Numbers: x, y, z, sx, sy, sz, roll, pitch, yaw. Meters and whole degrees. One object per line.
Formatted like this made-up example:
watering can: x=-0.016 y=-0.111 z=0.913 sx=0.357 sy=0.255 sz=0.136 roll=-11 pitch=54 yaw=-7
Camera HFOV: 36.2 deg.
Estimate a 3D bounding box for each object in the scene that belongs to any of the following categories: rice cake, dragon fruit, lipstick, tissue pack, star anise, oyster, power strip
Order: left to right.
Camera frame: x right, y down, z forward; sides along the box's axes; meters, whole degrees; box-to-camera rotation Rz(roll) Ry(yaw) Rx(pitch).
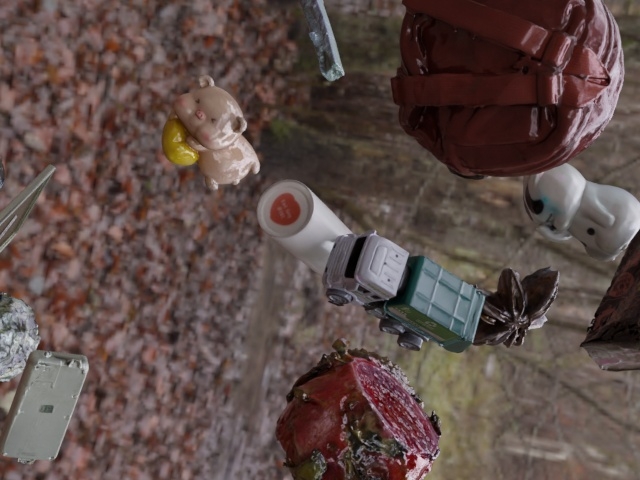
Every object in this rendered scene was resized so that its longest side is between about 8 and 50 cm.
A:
oyster: x=-0.632 y=0.191 z=1.864 sx=0.158 sy=0.162 sz=0.351 roll=-60 pitch=-176 yaw=4
power strip: x=-0.380 y=0.228 z=1.341 sx=0.192 sy=0.082 sz=0.035 roll=-65 pitch=-151 yaw=25
rice cake: x=-0.001 y=-0.291 z=1.358 sx=0.042 sy=0.030 sz=0.180 roll=43 pitch=25 yaw=-46
lipstick: x=0.000 y=0.000 z=1.490 sx=0.327 sy=0.087 sz=0.087 roll=43 pitch=58 yaw=-66
dragon fruit: x=0.059 y=0.236 z=1.252 sx=0.147 sy=0.211 sz=0.282 roll=-55 pitch=156 yaw=12
star anise: x=0.348 y=0.134 z=1.839 sx=0.236 sy=0.229 sz=0.093 roll=63 pitch=6 yaw=-53
tissue pack: x=0.638 y=0.088 z=1.762 sx=0.245 sy=0.123 sz=0.332 roll=-18 pitch=-148 yaw=56

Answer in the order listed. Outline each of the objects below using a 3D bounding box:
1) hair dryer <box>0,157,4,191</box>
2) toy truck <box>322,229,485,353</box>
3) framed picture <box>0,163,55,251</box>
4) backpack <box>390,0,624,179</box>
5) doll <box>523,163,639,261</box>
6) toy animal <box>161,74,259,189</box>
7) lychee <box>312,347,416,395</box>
hair dryer: x=-0.523 y=-0.138 z=1.459 sx=0.195 sy=0.075 sz=0.219 roll=-96 pitch=-170 yaw=-57
toy truck: x=0.129 y=0.079 z=1.431 sx=0.253 sy=0.124 sz=0.114 roll=32 pitch=65 yaw=-30
framed picture: x=-0.598 y=-0.023 z=1.860 sx=0.192 sy=0.018 sz=0.265 roll=-53 pitch=-171 yaw=26
backpack: x=0.174 y=-0.161 z=0.908 sx=0.139 sy=0.229 sz=0.229 roll=6 pitch=95 yaw=-50
doll: x=0.372 y=-0.043 z=1.405 sx=0.110 sy=0.181 sz=0.106 roll=100 pitch=15 yaw=-72
toy animal: x=-0.114 y=-0.111 z=1.024 sx=0.091 sy=0.114 sz=0.082 roll=-33 pitch=-179 yaw=-37
lychee: x=0.089 y=0.366 z=2.066 sx=0.267 sy=0.268 sz=0.267 roll=10 pitch=90 yaw=-77
